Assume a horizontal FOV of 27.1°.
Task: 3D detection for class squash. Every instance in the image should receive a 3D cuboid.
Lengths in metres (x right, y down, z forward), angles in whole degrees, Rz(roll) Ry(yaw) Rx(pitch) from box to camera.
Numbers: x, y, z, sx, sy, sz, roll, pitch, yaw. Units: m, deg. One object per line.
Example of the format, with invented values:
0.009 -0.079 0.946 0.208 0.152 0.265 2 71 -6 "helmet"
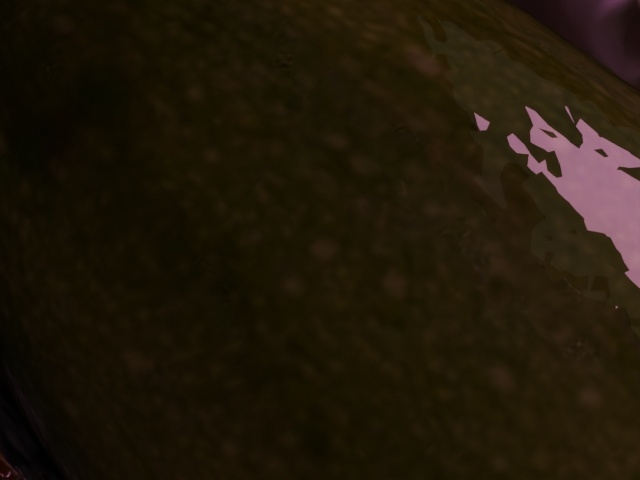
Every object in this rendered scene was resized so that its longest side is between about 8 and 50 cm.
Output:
-0.002 -0.012 0.523 0.309 0.310 0.310 50 13 -9 "squash"

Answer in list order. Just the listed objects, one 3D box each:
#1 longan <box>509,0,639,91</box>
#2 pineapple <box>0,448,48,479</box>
0.063 -0.137 0.855 0.404 0.404 0.436 54 13 -10 "longan"
-0.140 0.073 0.364 0.221 0.047 0.221 56 12 -19 "pineapple"
